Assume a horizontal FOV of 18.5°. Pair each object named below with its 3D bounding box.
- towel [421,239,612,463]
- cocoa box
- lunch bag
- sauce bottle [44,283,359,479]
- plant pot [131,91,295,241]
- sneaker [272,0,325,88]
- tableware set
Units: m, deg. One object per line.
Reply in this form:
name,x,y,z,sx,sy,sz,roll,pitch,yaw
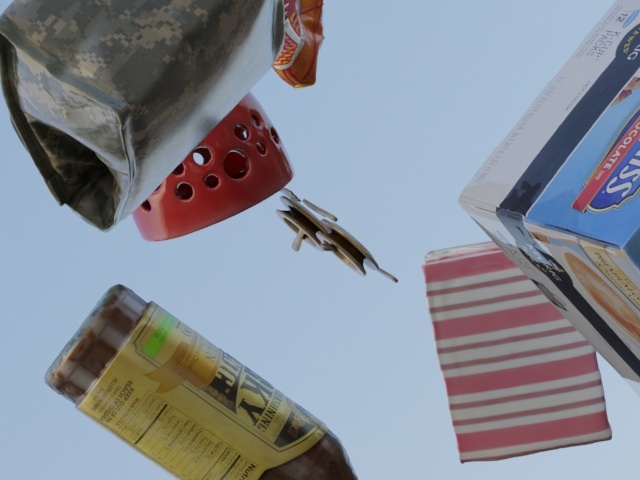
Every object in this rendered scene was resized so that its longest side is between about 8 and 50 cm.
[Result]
towel,0.176,0.095,1.761,0.144,0.197,0.029,-10,4,16
cocoa box,0.332,0.009,1.557,0.231,0.228,0.347,-50,-61,-10
lunch bag,-0.151,-0.158,1.715,0.235,0.169,0.287,-50,-14,-21
sauce bottle,-0.060,0.171,1.621,0.111,0.344,0.111,-53,8,10
plant pot,-0.144,-0.113,2.207,0.191,0.191,0.174,-26,-78,-26
sneaker,-0.024,-0.235,2.071,0.064,0.175,0.067,-6,-34,26
tableware set,0.000,0.000,2.286,0.039,0.194,0.128,-49,-60,-6
